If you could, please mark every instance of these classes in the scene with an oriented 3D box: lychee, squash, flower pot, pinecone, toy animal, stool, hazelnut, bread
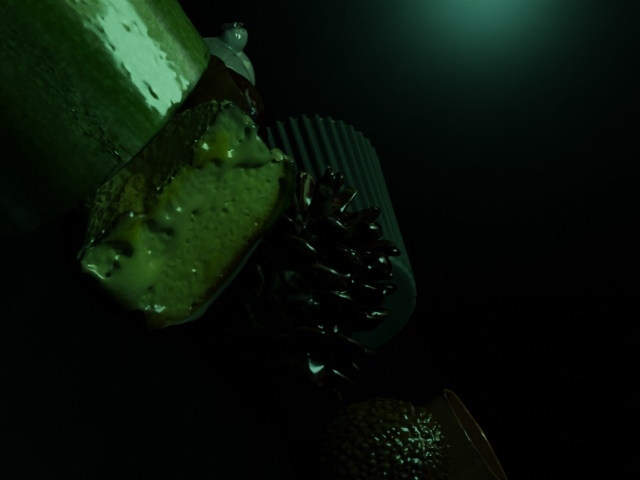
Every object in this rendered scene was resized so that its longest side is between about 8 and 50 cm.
[{"bbox_3d":[0.080,0.295,1.130,0.194,0.194,0.194,53,9,-12],"label":"lychee"},{"bbox_3d":[-0.305,-0.228,0.727,0.384,0.263,0.263,51,9,-25],"label":"squash"},{"bbox_3d":[0.193,0.371,1.464,0.191,0.173,0.191,53,8,-10],"label":"flower pot"},{"bbox_3d":[-0.034,0.042,1.142,0.298,0.296,0.242,32,22,13],"label":"pinecone"},{"bbox_3d":[-0.196,-0.233,1.710,0.258,0.193,0.358,133,-60,-75],"label":"toy animal"},{"bbox_3d":[0.000,0.000,1.467,0.297,0.297,0.330,48,16,-41],"label":"stool"},{"bbox_3d":[-0.173,-0.218,1.434,0.160,0.170,0.202,4,61,-30],"label":"hazelnut"},{"bbox_3d":[-0.164,-0.036,0.971,0.133,0.252,0.174,32,-9,44],"label":"bread"}]

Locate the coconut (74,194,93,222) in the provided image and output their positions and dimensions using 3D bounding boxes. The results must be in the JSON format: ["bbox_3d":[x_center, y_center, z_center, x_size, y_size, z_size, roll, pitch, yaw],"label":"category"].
[{"bbox_3d":[-0.255,-0.062,1.006,0.158,0.055,0.133,50,34,-46],"label":"coconut"}]
